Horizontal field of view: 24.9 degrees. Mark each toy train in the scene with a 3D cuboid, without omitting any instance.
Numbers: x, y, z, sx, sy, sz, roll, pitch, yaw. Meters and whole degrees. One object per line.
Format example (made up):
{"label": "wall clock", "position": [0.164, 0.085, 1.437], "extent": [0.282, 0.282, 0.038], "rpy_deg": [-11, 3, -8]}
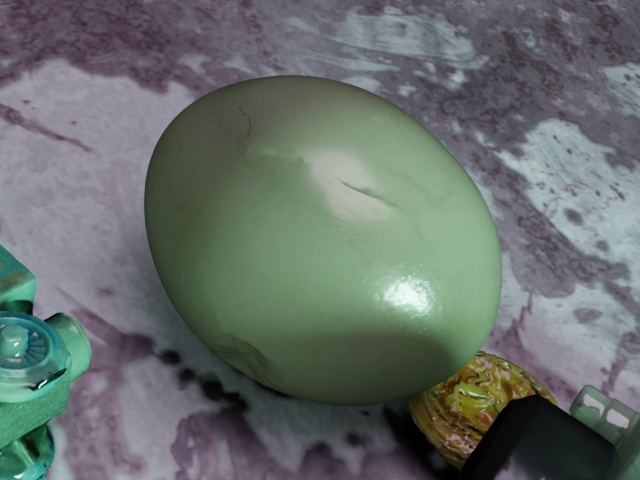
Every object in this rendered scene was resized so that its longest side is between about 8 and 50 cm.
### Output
{"label": "toy train", "position": [-0.291, 0.097, 0.879], "extent": [0.194, 0.120, 0.298], "rpy_deg": [38, 45, 23]}

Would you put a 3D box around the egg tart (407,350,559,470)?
{"label": "egg tart", "position": [0.122, 0.134, 1.074], "extent": [0.129, 0.049, 0.129], "rpy_deg": [14, 39, -11]}

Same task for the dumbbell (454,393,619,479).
{"label": "dumbbell", "position": [0.203, 0.260, 0.881], "extent": [0.322, 0.204, 0.204], "rpy_deg": [33, 44, 7]}

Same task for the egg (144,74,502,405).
{"label": "egg", "position": [0.000, 0.000, 1.022], "extent": [0.269, 0.219, 0.219], "rpy_deg": [25, 44, 7]}

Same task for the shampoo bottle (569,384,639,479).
{"label": "shampoo bottle", "position": [0.300, 0.191, 1.073], "extent": [0.262, 0.085, 0.085], "rpy_deg": [35, 45, 10]}
